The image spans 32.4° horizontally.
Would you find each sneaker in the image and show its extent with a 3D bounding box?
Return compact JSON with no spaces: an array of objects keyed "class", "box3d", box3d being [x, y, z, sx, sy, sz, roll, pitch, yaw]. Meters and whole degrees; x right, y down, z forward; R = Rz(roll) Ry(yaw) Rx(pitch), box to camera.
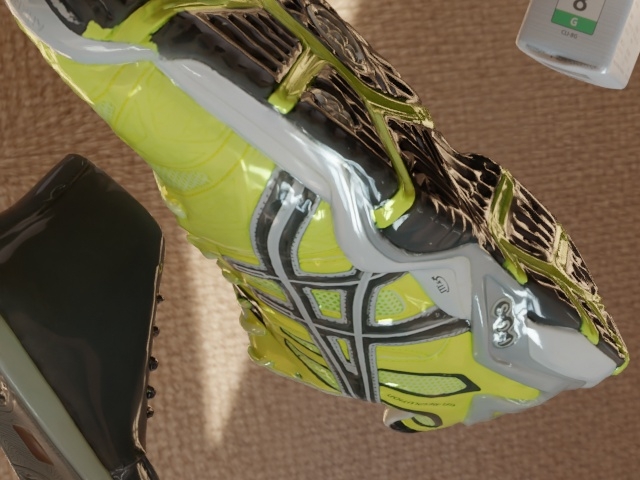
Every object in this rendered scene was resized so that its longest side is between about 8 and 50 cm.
[{"class":"sneaker","box3d":[-0.105,0.071,0.566,0.118,0.083,0.222,-49,132,-34]},{"class":"sneaker","box3d":[0.000,0.000,0.513,0.147,0.145,0.385,-36,129,20]}]

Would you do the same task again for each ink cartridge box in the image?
[{"class":"ink cartridge box","box3d":[0.175,-0.195,0.586,0.056,0.181,0.224,20,101,16]}]
